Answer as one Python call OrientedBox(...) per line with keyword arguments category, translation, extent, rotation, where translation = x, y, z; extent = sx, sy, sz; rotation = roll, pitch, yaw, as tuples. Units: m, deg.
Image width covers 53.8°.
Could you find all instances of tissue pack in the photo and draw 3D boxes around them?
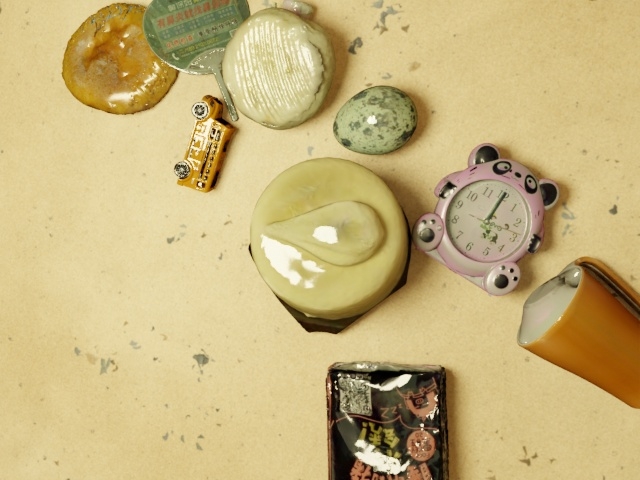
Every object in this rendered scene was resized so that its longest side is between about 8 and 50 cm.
OrientedBox(category="tissue pack", translation=(0.130, 0.408, 1.254), extent=(0.245, 0.123, 0.332), rotation=(-2, 88, 17))

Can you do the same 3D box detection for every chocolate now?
OrientedBox(category="chocolate", translation=(0.000, 0.000, 1.183), extent=(0.326, 0.297, 0.314), rotation=(-36, 80, 11))

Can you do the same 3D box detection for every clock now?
OrientedBox(category="clock", translation=(0.318, -0.043, 1.209), extent=(0.228, 0.090, 0.247), rotation=(32, 94, 4))

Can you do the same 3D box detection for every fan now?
OrientedBox(category="fan", translation=(-0.224, -0.431, 1.341), extent=(0.294, 0.012, 0.223), rotation=(40, 88, -6))

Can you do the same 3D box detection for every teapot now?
OrientedBox(category="teapot", translation=(-0.060, -0.460, 1.298), extent=(0.083, 0.064, 0.064), rotation=(15, 103, 7))

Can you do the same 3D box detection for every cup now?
OrientedBox(category="cup", translation=(0.512, 0.162, 1.156), extent=(0.264, 0.182, 0.226), rotation=(35, 67, 2))

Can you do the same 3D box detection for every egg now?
OrientedBox(category="egg", translation=(0.105, -0.231, 1.234), extent=(0.172, 0.132, 0.132), rotation=(-14, 89, 23))

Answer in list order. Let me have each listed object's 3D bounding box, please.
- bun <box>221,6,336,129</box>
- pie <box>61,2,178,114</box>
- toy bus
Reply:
OrientedBox(category="bun", translation=(-0.080, -0.342, 1.262), extent=(0.239, 0.141, 0.239), rotation=(8, 109, 23))
OrientedBox(category="pie", translation=(-0.442, -0.397, 1.377), extent=(0.274, 0.069, 0.273), rotation=(-1, 86, 7))
OrientedBox(category="toy bus", translation=(-0.237, -0.202, 1.322), extent=(0.088, 0.083, 0.194), rotation=(21, 105, 1))
